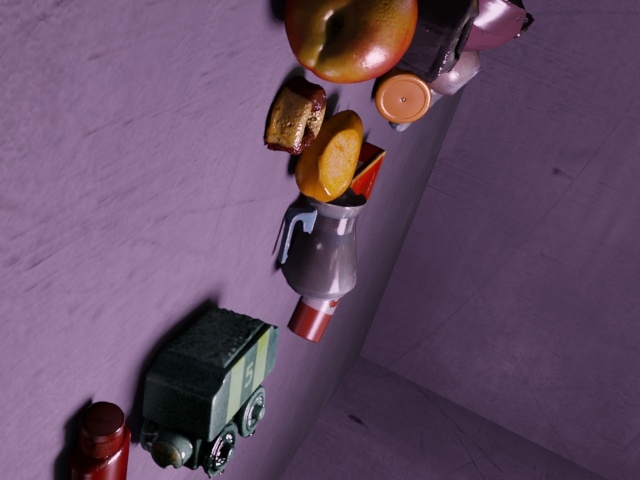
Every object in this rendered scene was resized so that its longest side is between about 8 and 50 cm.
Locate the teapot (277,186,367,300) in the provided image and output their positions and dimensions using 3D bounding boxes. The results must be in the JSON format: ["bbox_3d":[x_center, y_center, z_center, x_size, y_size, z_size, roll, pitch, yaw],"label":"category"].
[{"bbox_3d":[0.000,0.000,1.601,0.203,0.171,0.225,-9,122,-39],"label":"teapot"}]

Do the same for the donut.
[{"bbox_3d":[-0.037,-0.202,1.234,0.140,0.059,0.141,22,90,-78],"label":"donut"}]

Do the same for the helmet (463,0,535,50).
[{"bbox_3d":[0.354,-0.561,1.767,0.197,0.271,0.338,-37,-175,23],"label":"helmet"}]

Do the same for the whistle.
[{"bbox_3d":[0.290,-0.436,2.014,0.348,0.189,0.189,-48,180,34],"label":"whistle"}]

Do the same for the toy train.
[{"bbox_3d":[-0.189,0.251,1.280,0.299,0.166,0.238,-44,146,-63],"label":"toy train"}]

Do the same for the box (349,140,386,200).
[{"bbox_3d":[0.071,-0.132,1.811,0.240,0.074,0.153,-45,153,-56],"label":"box"}]

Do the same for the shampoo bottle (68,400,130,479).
[{"bbox_3d":[-0.320,0.336,1.083,0.102,0.064,0.260,-45,156,-49],"label":"shampoo bottle"}]

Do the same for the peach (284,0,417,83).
[{"bbox_3d":[0.043,-0.316,1.044,0.192,0.190,0.190,-50,161,-54],"label":"peach"}]

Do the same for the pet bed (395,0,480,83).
[{"bbox_3d":[0.160,-0.393,1.309,0.183,0.210,0.159,-66,171,21],"label":"pet bed"}]

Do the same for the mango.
[{"bbox_3d":[0.019,-0.170,1.443,0.217,0.102,0.141,-61,144,-30],"label":"mango"}]

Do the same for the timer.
[{"bbox_3d":[0.193,-0.373,1.793,0.152,0.132,0.132,-88,-170,-50],"label":"timer"}]

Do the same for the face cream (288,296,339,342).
[{"bbox_3d":[0.000,0.159,2.019,0.214,0.095,0.096,-65,168,4],"label":"face cream"}]
